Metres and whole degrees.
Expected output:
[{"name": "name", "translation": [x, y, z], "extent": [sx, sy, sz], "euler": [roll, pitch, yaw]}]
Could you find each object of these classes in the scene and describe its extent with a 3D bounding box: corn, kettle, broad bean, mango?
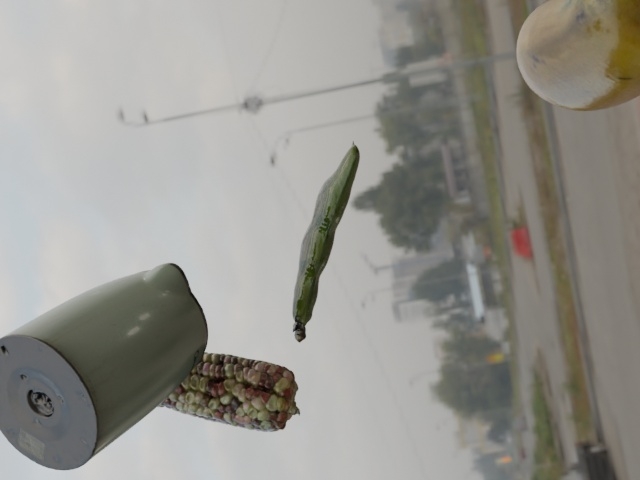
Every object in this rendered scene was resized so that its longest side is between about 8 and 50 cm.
[{"name": "corn", "translation": [-0.162, 0.185, 1.535], "extent": [0.092, 0.280, 0.092], "euler": [8, -90, -84]}, {"name": "kettle", "translation": [-0.247, 0.154, 1.369], "extent": [0.236, 0.161, 0.221], "euler": [-37, -32, -53]}, {"name": "broad bean", "translation": [0.000, -0.001, 1.705], "extent": [0.060, 0.043, 0.298], "euler": [42, 119, 61]}, {"name": "mango", "translation": [0.414, -0.295, 1.788], "extent": [0.317, 0.211, 0.173], "euler": [138, 154, -79]}]
